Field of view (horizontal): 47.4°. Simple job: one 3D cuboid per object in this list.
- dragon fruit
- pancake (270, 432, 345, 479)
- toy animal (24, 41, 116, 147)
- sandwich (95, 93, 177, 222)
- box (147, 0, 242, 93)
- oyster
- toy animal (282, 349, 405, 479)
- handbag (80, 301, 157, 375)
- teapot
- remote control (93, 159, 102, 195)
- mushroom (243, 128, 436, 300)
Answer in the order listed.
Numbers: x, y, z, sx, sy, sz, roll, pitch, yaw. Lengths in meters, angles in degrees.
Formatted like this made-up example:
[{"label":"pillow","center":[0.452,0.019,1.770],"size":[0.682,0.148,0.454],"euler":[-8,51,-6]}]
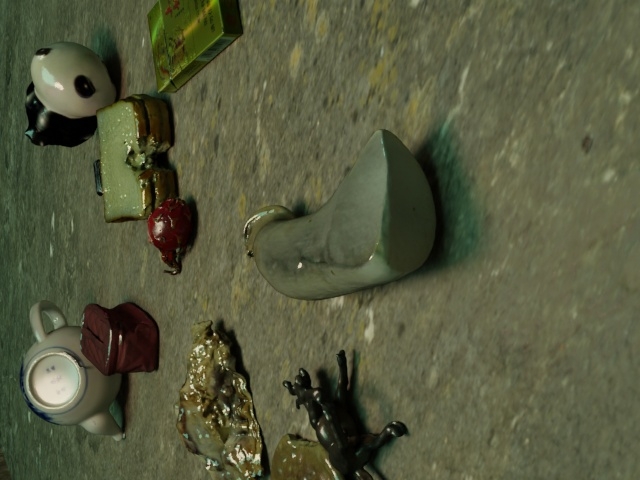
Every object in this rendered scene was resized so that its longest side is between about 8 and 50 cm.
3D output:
[{"label":"dragon fruit","center":[-0.312,0.001,1.499],"size":[0.094,0.094,0.191],"euler":[47,135,42]},{"label":"pancake","center":[-0.017,0.415,1.162],"size":[0.236,0.042,0.223],"euler":[21,109,52]},{"label":"toy animal","center":[-0.613,-0.371,1.794],"size":[0.267,0.212,0.213],"euler":[-46,58,43]},{"label":"sandwich","center":[-0.406,-0.177,1.602],"size":[0.249,0.095,0.273],"euler":[1,96,55]},{"label":"box","center":[-0.250,-0.413,1.390],"size":[0.311,0.043,0.173],"euler":[-16,82,55]},{"label":"oyster","center":[-0.209,0.331,1.378],"size":[0.201,0.107,0.355],"euler":[-32,68,48]},{"label":"toy animal","center":[0.030,0.264,1.062],"size":[0.233,0.084,0.148],"euler":[50,150,31]},{"label":"handbag","center":[-0.485,0.232,1.733],"size":[0.225,0.135,0.146],"euler":[23,108,53]},{"label":"teapot","center":[-0.637,0.346,1.902],"size":[0.424,0.252,0.280],"euler":[60,-177,4]},{"label":"remote control","center":[-0.594,-0.167,1.942],"size":[0.039,0.014,0.096],"euler":[-23,75,54]},{"label":"mushroom","center":[-0.001,0.000,1.018],"size":[0.397,0.126,0.177],"euler":[-24,65,54]}]
